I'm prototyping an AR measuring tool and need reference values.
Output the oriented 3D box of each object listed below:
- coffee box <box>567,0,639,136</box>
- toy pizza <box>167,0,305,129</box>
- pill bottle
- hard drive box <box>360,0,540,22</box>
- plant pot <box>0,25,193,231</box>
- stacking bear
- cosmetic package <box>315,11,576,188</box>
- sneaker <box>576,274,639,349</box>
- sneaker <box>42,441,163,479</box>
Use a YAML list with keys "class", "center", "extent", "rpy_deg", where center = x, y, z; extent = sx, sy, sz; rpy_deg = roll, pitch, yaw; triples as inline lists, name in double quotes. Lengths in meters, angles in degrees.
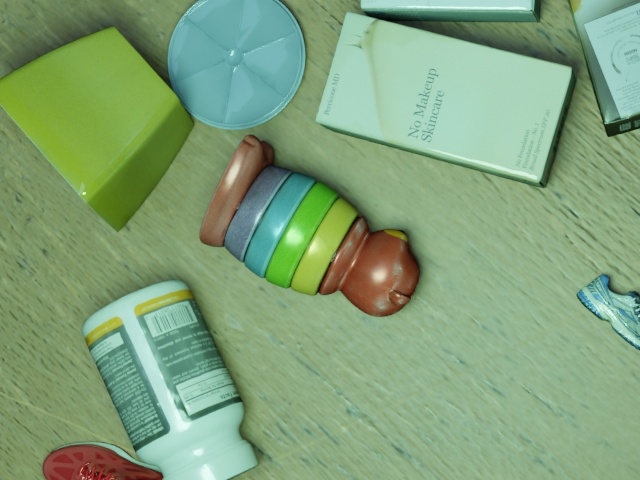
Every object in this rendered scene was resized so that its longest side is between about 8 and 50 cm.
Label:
- class: "coffee box"
  center: [0.380, -0.270, 1.794]
  extent: [0.098, 0.141, 0.247]
  rpy_deg: [-16, 83, 12]
- class: "toy pizza"
  center: [-0.117, -0.255, 1.969]
  extent: [0.201, 0.032, 0.201]
  rpy_deg: [-1, 87, 12]
- class: "pill bottle"
  center: [-0.200, 0.207, 1.903]
  extent: [0.162, 0.162, 0.278]
  rpy_deg: [-27, 82, 11]
- class: "hard drive box"
  center: [0.179, -0.387, 1.873]
  extent: [0.232, 0.089, 0.181]
  rpy_deg: [4, 89, 14]
- class: "plant pot"
  center: [-0.297, -0.167, 1.932]
  extent: [0.187, 0.212, 0.212]
  rpy_deg: [-41, 79, -5]
- class: "stacking bear"
  center: [0.000, 0.000, 1.873]
  extent: [0.289, 0.175, 0.164]
  rpy_deg: [28, 92, 6]
- class: "cosmetic package"
  center: [0.168, -0.186, 1.857]
  extent: [0.309, 0.113, 0.160]
  rpy_deg: [15, 91, 13]
- class: "sneaker"
  center: [0.401, 0.096, 1.820]
  extent: [0.135, 0.052, 0.058]
  rpy_deg: [42, 93, 11]
- class: "sneaker"
  center: [-0.298, 0.333, 1.938]
  extent: [0.221, 0.128, 0.087]
  rpy_deg: [7, 88, 12]
